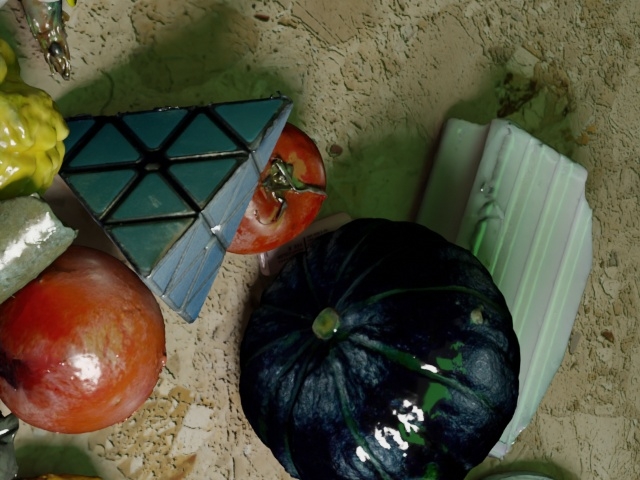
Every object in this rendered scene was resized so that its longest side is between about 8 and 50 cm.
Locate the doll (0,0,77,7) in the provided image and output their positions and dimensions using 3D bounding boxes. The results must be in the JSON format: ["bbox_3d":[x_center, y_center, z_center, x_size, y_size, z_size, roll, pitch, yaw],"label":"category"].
[{"bbox_3d":[-0.338,-0.295,1.581,0.207,0.081,0.129,7,122,-10],"label":"doll"}]

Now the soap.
[{"bbox_3d":[0.240,0.075,2.097,0.261,0.156,0.446,26,76,-40],"label":"soap"}]

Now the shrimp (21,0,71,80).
[{"bbox_3d":[-0.294,-0.309,1.672,0.143,0.052,0.251,-11,100,-43],"label":"shrimp"}]

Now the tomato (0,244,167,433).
[{"bbox_3d":[-0.278,0.109,1.617,0.184,0.208,0.208,22,79,-45],"label":"tomato"}]

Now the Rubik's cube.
[{"bbox_3d":[-0.176,-0.042,1.647,0.228,0.228,0.233,5,74,-41],"label":"Rubik's cube"}]

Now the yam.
[{"bbox_3d":[-0.378,0.040,1.527,0.259,0.106,0.106,-41,123,1],"label":"yam"}]

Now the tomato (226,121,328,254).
[{"bbox_3d":[-0.083,-0.077,1.807,0.187,0.151,0.187,-4,98,-29],"label":"tomato"}]

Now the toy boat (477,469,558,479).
[{"bbox_3d":[0.306,0.421,2.250,0.207,0.079,0.134,5,82,-30],"label":"toy boat"}]

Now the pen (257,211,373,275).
[{"bbox_3d":[0.000,0.000,1.964,0.197,0.032,0.053,-22,107,-36],"label":"pen"}]

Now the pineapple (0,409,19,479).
[{"bbox_3d":[-0.426,0.220,1.568,0.237,0.111,0.119,8,110,-46],"label":"pineapple"}]

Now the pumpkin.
[{"bbox_3d":[0.072,0.157,1.831,0.266,0.363,0.363,35,70,-51],"label":"pumpkin"}]

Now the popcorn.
[{"bbox_3d":[-0.380,-0.128,1.549,0.200,0.226,0.203,88,-2,-46],"label":"popcorn"}]

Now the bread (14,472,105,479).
[{"bbox_3d":[-0.314,0.381,1.653,0.268,0.145,0.268,0,90,-43],"label":"bread"}]
